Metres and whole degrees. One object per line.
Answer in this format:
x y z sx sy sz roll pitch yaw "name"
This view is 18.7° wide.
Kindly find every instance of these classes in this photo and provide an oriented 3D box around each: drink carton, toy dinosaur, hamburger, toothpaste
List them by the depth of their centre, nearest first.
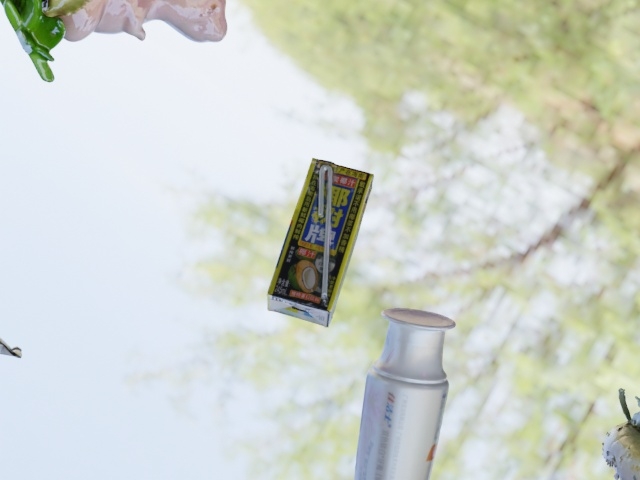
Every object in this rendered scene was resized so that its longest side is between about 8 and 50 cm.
0.051 0.216 1.547 0.066 0.323 0.100 9 -169 -5 "toothpaste"
-0.181 -0.218 1.669 0.194 0.177 0.152 61 179 -23 "toy dinosaur"
0.322 0.209 1.739 0.185 0.113 0.177 45 -166 3 "hamburger"
0.000 0.000 2.032 0.071 0.165 0.056 16 158 3 "drink carton"

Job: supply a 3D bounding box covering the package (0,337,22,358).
-0.291 0.068 1.570 0.110 0.015 0.037 29 177 -11 "package"
